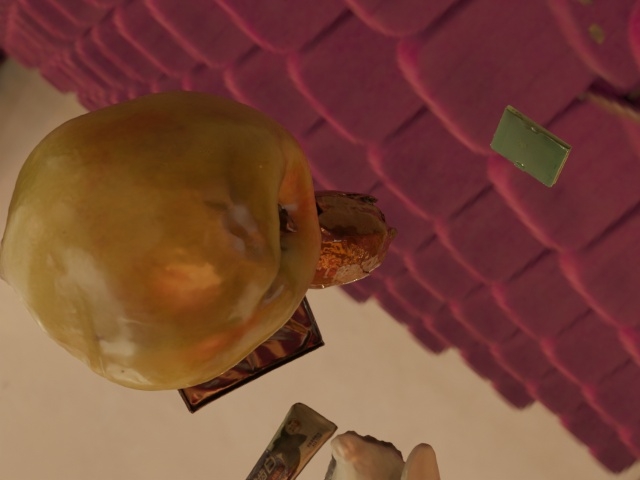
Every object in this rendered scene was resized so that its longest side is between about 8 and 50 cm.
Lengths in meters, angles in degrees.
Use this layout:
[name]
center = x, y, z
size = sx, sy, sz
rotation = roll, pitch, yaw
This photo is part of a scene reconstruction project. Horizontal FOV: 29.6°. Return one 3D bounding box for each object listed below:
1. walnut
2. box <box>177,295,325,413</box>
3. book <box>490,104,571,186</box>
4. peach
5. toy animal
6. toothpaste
[walnut]
center = 0.000, 0.000, 1.597
size = 0.245, 0.137, 0.137
rotation = 0, -156, -37
[box]
center = -0.175, 0.050, 1.906
size = 0.204, 0.251, 0.345
rotation = 57, 170, 51
[book]
center = 0.366, -0.163, 2.122
size = 0.135, 0.017, 0.103
rotation = 37, 141, 19
[peach]
center = -0.167, -0.014, 1.281
size = 0.315, 0.314, 0.281
rotation = 11, 143, 17
[toy animal]
center = 0.099, 0.418, 1.693
size = 0.249, 0.174, 0.289
rotation = 119, 143, -57
[toothpaste]
center = -0.071, 0.294, 1.408
size = 0.060, 0.233, 0.038
rotation = 35, 175, 14
